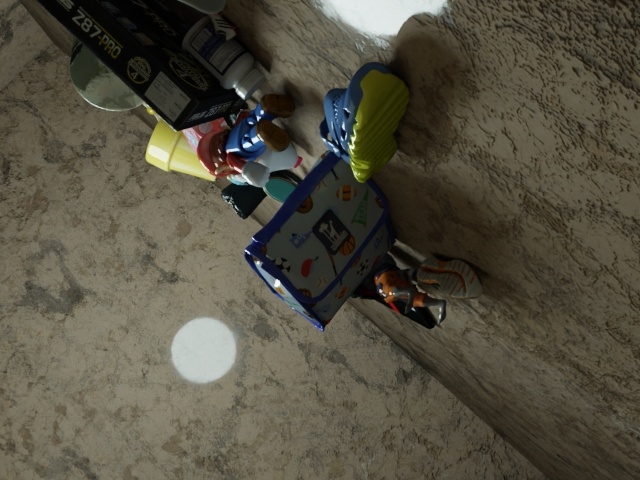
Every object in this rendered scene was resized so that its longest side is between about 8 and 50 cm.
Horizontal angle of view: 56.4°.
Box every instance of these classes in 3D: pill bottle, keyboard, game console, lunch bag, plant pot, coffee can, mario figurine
[{"bbox_3d":[-0.200,-0.381,1.258,0.169,0.094,0.094,43,170,-5],"label":"pill bottle"},{"bbox_3d":[-0.213,-0.331,1.556,0.100,0.038,0.192,-39,77,49],"label":"keyboard"},{"bbox_3d":[0.213,0.141,2.065,0.342,0.060,0.386,25,162,42],"label":"game console"},{"bbox_3d":[0.000,0.000,1.437,0.239,0.328,0.385,33,165,27],"label":"lunch bag"},{"bbox_3d":[-0.431,-0.327,2.047,0.239,0.254,0.254,28,172,-6],"label":"plant pot"},{"bbox_3d":[-0.527,-0.483,1.521,0.201,0.202,0.275,51,-169,-42],"label":"coffee can"},{"bbox_3d":[-0.157,-0.227,1.409,0.321,0.198,0.170,-16,114,53],"label":"mario figurine"}]

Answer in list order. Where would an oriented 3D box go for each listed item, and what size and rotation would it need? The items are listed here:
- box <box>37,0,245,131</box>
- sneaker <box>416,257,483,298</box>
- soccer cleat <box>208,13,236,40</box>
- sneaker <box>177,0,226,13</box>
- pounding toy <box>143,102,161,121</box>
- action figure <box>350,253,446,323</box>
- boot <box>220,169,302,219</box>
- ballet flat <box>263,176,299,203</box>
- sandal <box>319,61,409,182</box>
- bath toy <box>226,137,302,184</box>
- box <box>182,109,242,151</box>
[{"bbox_3d":[-0.363,-0.419,1.298,0.395,0.097,0.318,43,-158,-1],"label":"box"},{"bbox_3d":[0.312,0.092,1.378,0.083,0.084,0.215,32,179,-23],"label":"sneaker"},{"bbox_3d":[-0.207,-0.438,1.206,0.083,0.035,0.029,41,171,5],"label":"soccer cleat"},{"bbox_3d":[-0.282,-0.469,1.054,0.217,0.079,0.121,19,-166,-37],"label":"sneaker"},{"bbox_3d":[-0.583,-0.448,2.321,0.269,0.154,0.155,48,169,-28],"label":"pounding toy"},{"bbox_3d":[0.216,0.102,1.676,0.341,0.178,0.330,4,-156,-45],"label":"action figure"},{"bbox_3d":[-0.172,-0.139,1.878,0.246,0.207,0.094,38,170,19],"label":"boot"},{"bbox_3d":[-0.075,-0.136,1.754,0.206,0.073,0.067,20,-170,-16],"label":"ballet flat"},{"bbox_3d":[0.055,-0.199,0.978,0.138,0.126,0.317,45,170,9],"label":"sandal"},{"bbox_3d":[-0.154,-0.231,1.652,0.129,0.151,0.348,9,178,-23],"label":"bath toy"},{"bbox_3d":[-0.307,-0.331,1.744,0.142,0.154,0.300,42,172,9],"label":"box"}]
